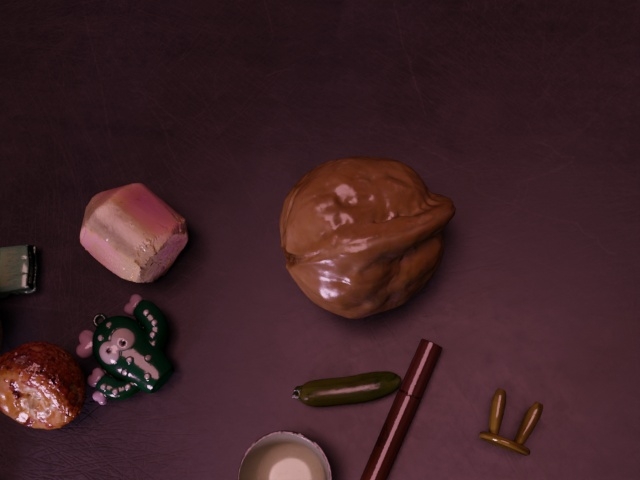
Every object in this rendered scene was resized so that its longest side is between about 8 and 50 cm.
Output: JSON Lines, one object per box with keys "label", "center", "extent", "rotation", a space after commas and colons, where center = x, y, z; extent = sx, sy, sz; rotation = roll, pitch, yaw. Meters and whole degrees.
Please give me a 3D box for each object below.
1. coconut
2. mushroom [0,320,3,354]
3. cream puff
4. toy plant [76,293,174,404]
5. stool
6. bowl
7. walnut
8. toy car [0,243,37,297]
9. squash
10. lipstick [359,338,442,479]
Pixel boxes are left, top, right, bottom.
{"label": "coconut", "center": [-0.472, -0.024, 1.791], "extent": [0.245, 0.233, 0.233], "rotation": [38, 84, 11]}
{"label": "mushroom", "center": [-0.963, 0.239, 1.743], "extent": [0.362, 0.294, 0.362], "rotation": [2, 110, 6]}
{"label": "cream puff", "center": [-0.670, 0.340, 1.731], "extent": [0.240, 0.240, 0.164], "rotation": [-5, 39, 10]}
{"label": "toy plant", "center": [-0.472, 0.267, 1.762], "extent": [0.233, 0.112, 0.243], "rotation": [-23, 76, -2]}
{"label": "stool", "center": [0.409, 0.390, 1.555], "extent": [0.135, 0.134, 0.110], "rotation": [-3, 62, 58]}
{"label": "bowl", "center": [-0.070, 0.528, 1.605], "extent": [0.211, 0.112, 0.211], "rotation": [-3, 74, 10]}
{"label": "walnut", "center": [0.095, -0.008, 1.627], "extent": [0.384, 0.383, 0.383], "rotation": [-3, 73, 10]}
{"label": "toy car", "center": [-0.901, 0.095, 1.904], "extent": [0.321, 0.097, 0.141], "rotation": [-9, 73, 9]}
{"label": "squash", "center": [0.057, 0.343, 1.659], "extent": [0.258, 0.069, 0.069], "rotation": [-10, 72, 8]}
{"label": "lipstick", "center": [0.180, 0.393, 1.627], "extent": [0.057, 0.057, 0.356], "rotation": [23, 79, 17]}
